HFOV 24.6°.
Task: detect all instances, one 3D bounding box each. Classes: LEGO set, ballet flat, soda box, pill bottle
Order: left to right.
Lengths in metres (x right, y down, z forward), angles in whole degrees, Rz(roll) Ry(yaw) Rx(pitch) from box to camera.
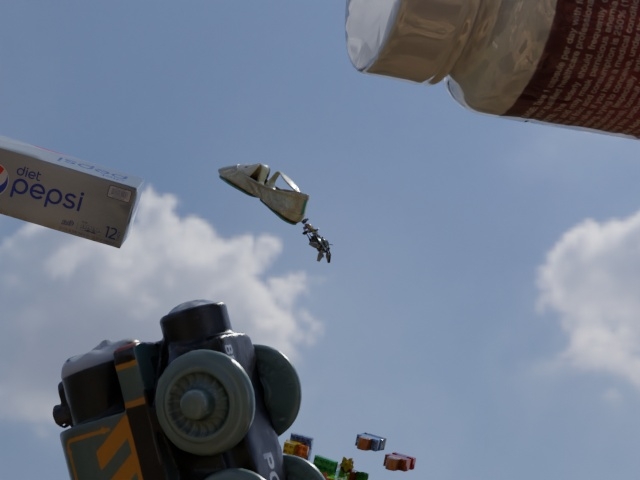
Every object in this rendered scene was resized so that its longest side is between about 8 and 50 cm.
[{"bbox_3d":[-0.391,-0.078,2.007,0.286,0.091,0.098,17,10,-3],"label":"soda box"},{"bbox_3d":[-0.072,-0.076,1.996,0.168,0.052,0.057,33,14,37],"label":"ballet flat"},{"bbox_3d":[-0.002,-0.002,1.791,0.023,0.083,0.054,-33,-42,9],"label":"LEGO set"},{"bbox_3d":[0.233,-0.206,1.269,0.392,0.224,0.224,8,-22,-15],"label":"pill bottle"}]

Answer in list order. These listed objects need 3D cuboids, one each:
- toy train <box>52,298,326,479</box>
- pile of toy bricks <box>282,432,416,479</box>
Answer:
[{"bbox_3d":[-0.093,0.218,1.099,0.190,0.334,0.142,-18,-7,19],"label":"toy train"},{"bbox_3d":[0.014,0.304,1.889,0.212,0.118,0.105,12,3,25],"label":"pile of toy bricks"}]
